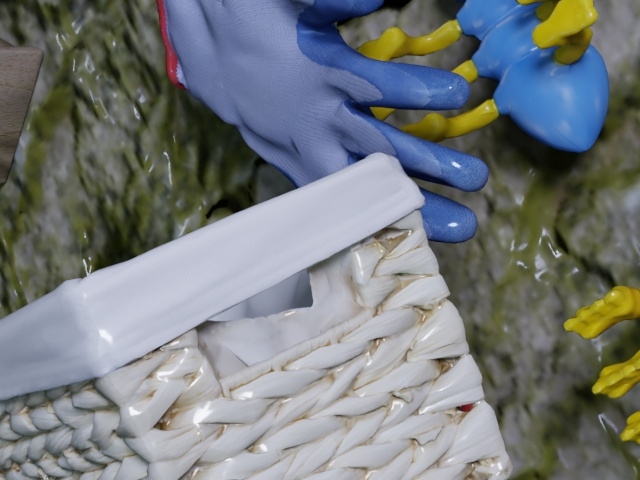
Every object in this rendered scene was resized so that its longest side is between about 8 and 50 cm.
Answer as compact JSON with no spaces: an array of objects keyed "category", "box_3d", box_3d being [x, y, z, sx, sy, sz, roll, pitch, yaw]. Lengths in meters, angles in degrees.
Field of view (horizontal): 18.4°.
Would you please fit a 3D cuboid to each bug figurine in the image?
[{"category":"bug figurine","box_3d":[0.141,-0.066,0.545,0.279,0.072,0.216,-32,70,38]}]

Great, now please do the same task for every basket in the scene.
[{"category":"basket","box_3d":[-0.036,0.052,0.592,0.167,0.113,0.103,-23,92,62]}]

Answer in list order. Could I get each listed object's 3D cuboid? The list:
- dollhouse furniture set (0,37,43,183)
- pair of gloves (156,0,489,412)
[{"category":"dollhouse furniture set","box_3d":[-0.221,-0.036,0.768,0.151,0.123,0.144,30,111,29]},{"category":"pair of gloves","box_3d":[0.000,0.000,0.637,0.159,0.023,0.198,30,134,49]}]
